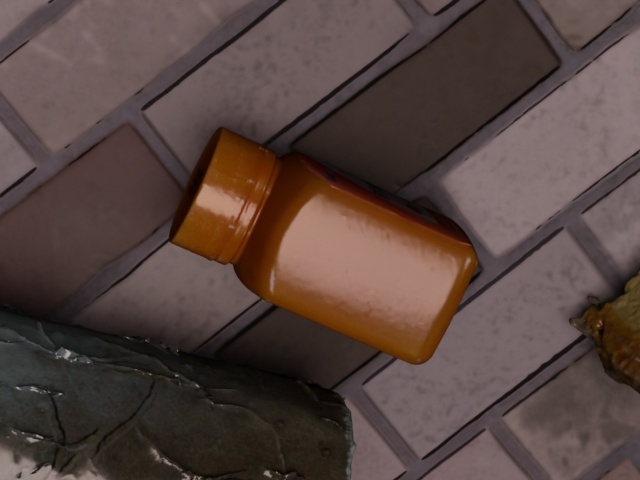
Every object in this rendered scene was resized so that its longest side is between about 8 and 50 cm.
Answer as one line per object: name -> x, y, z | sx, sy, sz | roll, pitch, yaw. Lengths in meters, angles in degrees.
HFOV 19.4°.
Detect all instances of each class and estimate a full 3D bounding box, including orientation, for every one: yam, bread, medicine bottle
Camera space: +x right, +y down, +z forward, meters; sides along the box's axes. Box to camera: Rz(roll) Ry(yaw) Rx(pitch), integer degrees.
yam -> -0.164, 0.184, 1.486 | 0.348, 0.241, 0.241 | 12, 100, -11
bread -> 0.309, 0.079, 1.547 | 0.127, 0.152, 0.147 | 41, 96, -23
medicine bottle -> 0.000, -0.001, 1.493 | 0.222, 0.149, 0.112 | 24, 98, -10
